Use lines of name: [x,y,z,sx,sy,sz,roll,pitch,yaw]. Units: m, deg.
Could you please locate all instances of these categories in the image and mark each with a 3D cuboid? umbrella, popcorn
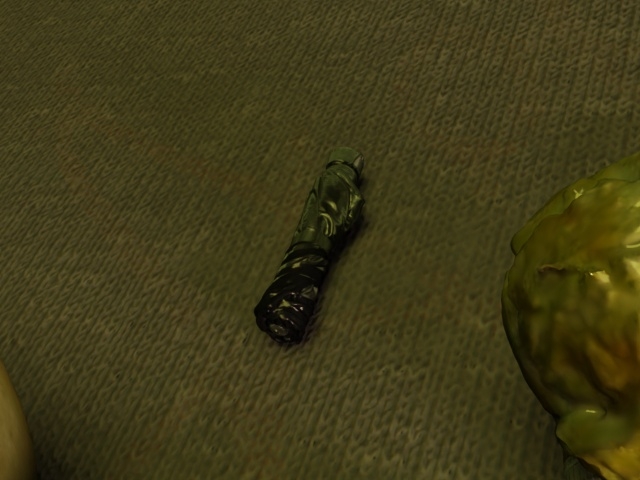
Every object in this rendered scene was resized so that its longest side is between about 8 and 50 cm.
umbrella: [0.000,0.000,0.753,0.050,0.046,0.188,15,50,11]
popcorn: [0.192,0.037,0.500,0.198,0.212,0.198,2,94,26]

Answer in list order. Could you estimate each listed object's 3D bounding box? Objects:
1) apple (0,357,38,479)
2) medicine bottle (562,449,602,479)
apple: [-0.399,0.153,0.507,0.473,0.473,0.473,-12,45,12]
medicine bottle: [0.167,0.117,0.565,0.047,0.047,0.083,-6,46,17]
